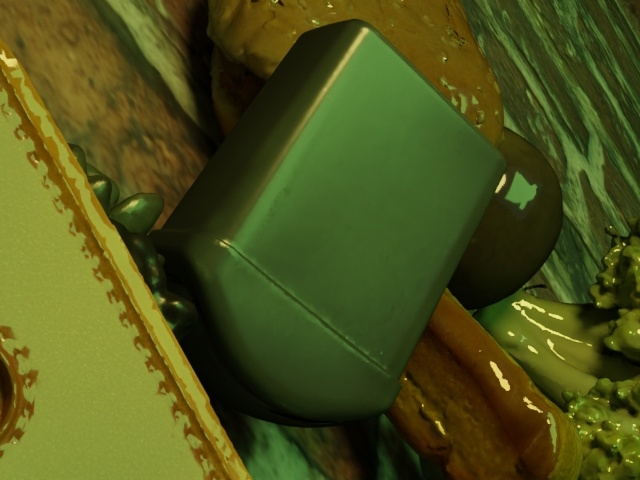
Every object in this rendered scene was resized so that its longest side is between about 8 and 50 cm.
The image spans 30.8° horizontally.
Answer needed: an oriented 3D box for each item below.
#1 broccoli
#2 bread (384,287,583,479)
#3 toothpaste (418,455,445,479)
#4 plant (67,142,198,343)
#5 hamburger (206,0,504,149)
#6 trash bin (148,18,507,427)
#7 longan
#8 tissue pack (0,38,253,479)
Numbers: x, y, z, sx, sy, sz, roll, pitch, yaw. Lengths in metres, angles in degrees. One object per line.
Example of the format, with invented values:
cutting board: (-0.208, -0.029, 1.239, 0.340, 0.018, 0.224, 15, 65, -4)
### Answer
broccoli: (0.265, 0.150, 1.112, 0.281, 0.348, 0.293, 38, -20, 11)
bread: (0.090, 0.101, 0.868, 0.245, 0.102, 0.094, 50, 8, 33)
toothpaste: (0.132, 0.266, 0.934, 0.099, 0.068, 0.282, -21, 94, -37)
plant: (-0.140, 0.031, 0.534, 0.129, 0.132, 0.194, 54, 33, -28)
hamburger: (0.028, -0.155, 0.933, 0.260, 0.144, 0.283, 14, 39, -26)
trash bin: (0.000, 0.000, 0.739, 0.177, 0.101, 0.236, 40, 70, -24)
longan: (0.137, -0.027, 1.057, 0.189, 0.189, 0.189, 43, 34, -39)
tissue pack: (-0.177, 0.086, 0.299, 0.274, 0.145, 0.194, -35, 102, -39)
